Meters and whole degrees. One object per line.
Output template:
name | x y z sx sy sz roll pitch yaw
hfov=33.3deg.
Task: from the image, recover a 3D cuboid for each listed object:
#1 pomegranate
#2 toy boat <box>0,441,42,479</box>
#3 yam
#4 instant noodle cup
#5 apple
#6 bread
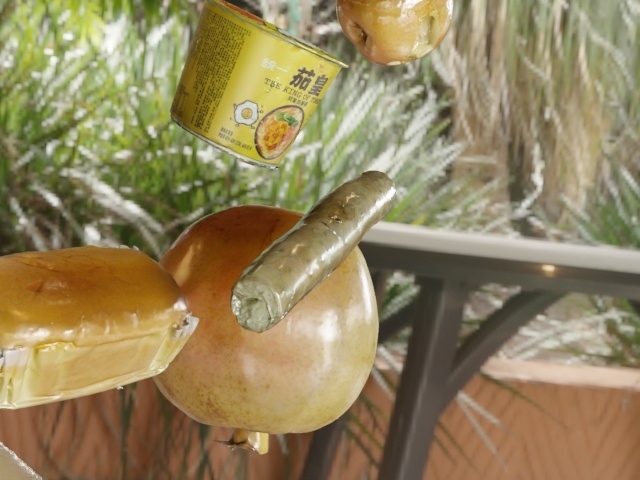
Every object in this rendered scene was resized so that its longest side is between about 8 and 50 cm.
pomegranate | -0.077 0.115 1.353 0.319 0.319 0.319 6 3 0
toy boat | -0.502 0.347 1.564 0.188 0.116 0.061 42 -48 -17
yam | 0.000 0.000 1.115 0.071 0.067 0.317 -17 14 31
instant noodle cup | -0.080 -0.174 1.205 0.182 0.144 0.182 26 12 -6
apple | 0.115 -0.364 1.681 0.199 0.199 0.199 6 3 0
bread | -0.246 0.075 1.047 0.241 0.107 0.136 -6 43 -48
